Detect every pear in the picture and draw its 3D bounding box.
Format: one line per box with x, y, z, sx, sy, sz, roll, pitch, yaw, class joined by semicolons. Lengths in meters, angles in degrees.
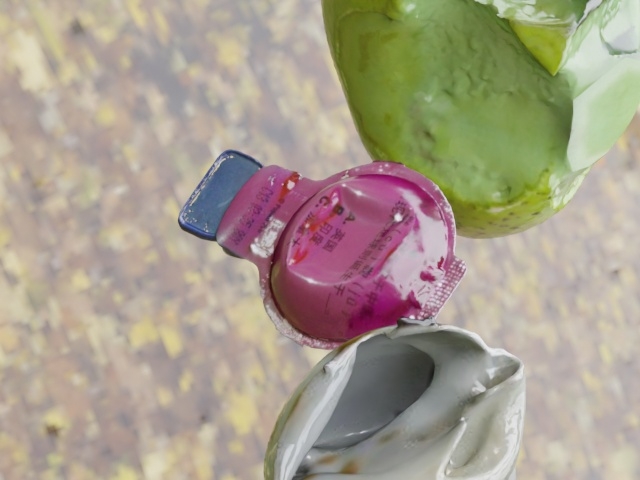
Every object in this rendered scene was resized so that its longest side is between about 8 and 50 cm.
0.115;-0.129;1.658;0.176;0.286;0.282;-49;155;-44;pear

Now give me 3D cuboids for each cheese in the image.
0.000;0.000;1.440;0.155;0.244;0.062;-56;143;-15;cheese

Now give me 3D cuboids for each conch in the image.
0.032;0.180;1.324;0.183;0.275;0.149;38;-4;-1;conch
